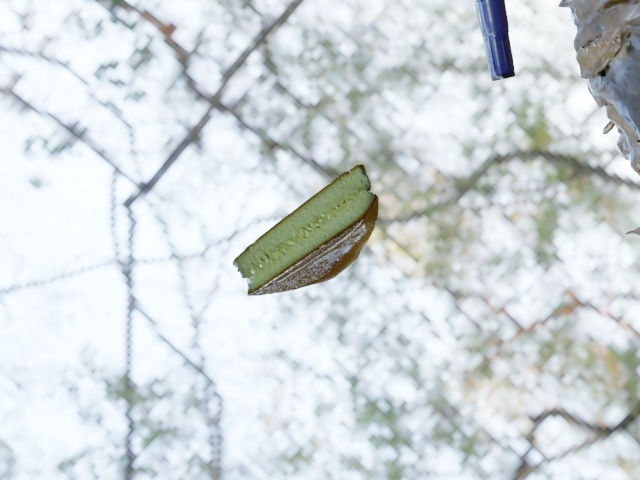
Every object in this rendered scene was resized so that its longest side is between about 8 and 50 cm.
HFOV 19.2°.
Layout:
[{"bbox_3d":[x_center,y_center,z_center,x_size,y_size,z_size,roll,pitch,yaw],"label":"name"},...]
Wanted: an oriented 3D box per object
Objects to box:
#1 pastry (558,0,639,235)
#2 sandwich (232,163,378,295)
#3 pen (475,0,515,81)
[{"bbox_3d":[0.188,-0.111,0.676,0.193,0.275,0.275,19,-157,-9],"label":"pastry"},{"bbox_3d":[0.000,0.000,0.947,0.044,0.083,0.031,31,-152,-60],"label":"sandwich"},{"bbox_3d":[0.115,-0.216,1.370,0.025,0.025,0.204,-4,-96,-65],"label":"pen"}]
